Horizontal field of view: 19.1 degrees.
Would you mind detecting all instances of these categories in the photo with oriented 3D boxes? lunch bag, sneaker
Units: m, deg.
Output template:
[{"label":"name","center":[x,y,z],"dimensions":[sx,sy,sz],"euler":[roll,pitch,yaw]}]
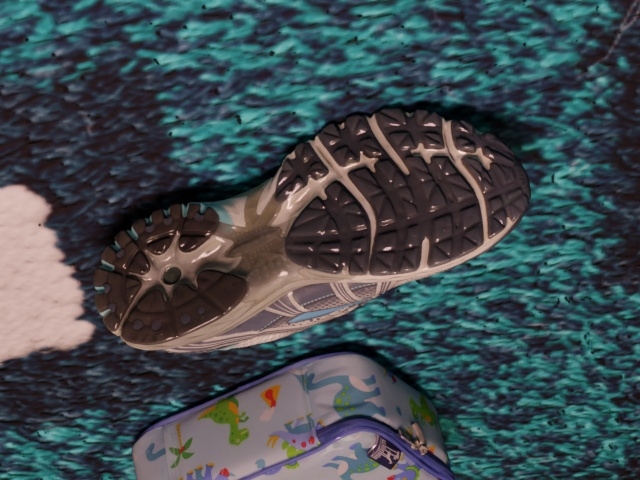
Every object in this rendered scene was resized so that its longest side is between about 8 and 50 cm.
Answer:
[{"label":"lunch bag","center":[-0.017,0.176,1.454],"dimensions":[0.219,0.090,0.176],"euler":[-24,146,18]},{"label":"sneaker","center":[0.000,0.000,1.227],"dimensions":[0.283,0.110,0.122],"euler":[-16,162,10]}]
